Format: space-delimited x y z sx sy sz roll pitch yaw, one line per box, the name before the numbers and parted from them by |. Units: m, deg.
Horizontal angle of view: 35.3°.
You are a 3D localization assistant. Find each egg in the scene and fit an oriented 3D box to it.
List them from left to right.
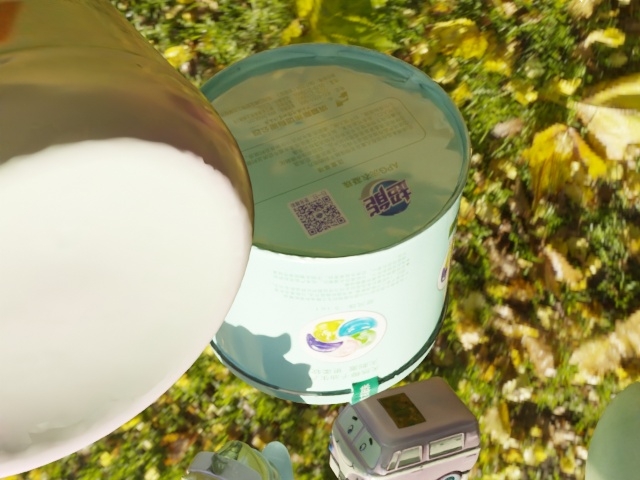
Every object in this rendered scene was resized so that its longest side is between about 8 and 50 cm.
egg | 0.375 0.269 1.053 0.186 0.186 0.253 -22 81 22

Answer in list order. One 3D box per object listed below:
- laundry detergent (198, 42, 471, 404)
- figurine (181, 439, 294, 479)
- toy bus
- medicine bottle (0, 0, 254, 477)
laundry detergent | 0.000 0.000 1.059 0.287 0.287 0.305 15 143 12
figurine | -0.086 0.306 1.061 0.128 0.208 0.184 4 141 33
toy bus | 0.122 0.301 1.504 0.202 0.142 0.142 -11 128 -24
medicine bottle | -0.205 -0.051 0.545 0.302 0.241 0.241 46 118 34
